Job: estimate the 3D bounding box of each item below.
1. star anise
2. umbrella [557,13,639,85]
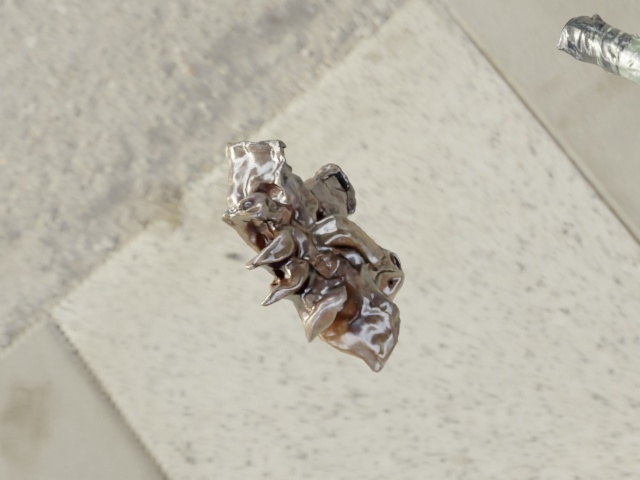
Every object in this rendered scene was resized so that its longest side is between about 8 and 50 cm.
[{"bbox_3d":[0.005,0.005,1.687,0.099,0.220,0.214,-35,34,33],"label":"star anise"},{"bbox_3d":[0.292,-0.153,1.582,0.188,0.050,0.046,31,80,42],"label":"umbrella"}]
